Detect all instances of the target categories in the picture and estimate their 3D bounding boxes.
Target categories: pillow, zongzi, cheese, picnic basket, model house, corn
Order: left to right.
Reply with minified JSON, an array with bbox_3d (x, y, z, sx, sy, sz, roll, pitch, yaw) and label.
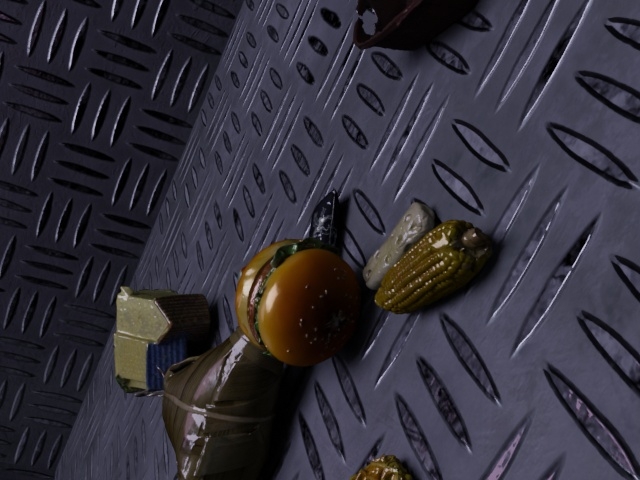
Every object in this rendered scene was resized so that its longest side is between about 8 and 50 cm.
[{"bbox_3d":[-0.433,0.294,2.312,0.266,0.261,0.321,2,92,41],"label":"model house"},{"bbox_3d":[-0.211,0.266,1.775,0.467,0.218,0.500,-68,25,6],"label":"zongzi"},{"bbox_3d":[0.000,0.000,1.691,0.141,0.055,0.208,142,140,-64],"label":"pillow"},{"bbox_3d":[0.136,0.013,1.386,0.194,0.043,0.065,-53,28,37],"label":"cheese"},{"bbox_3d":[0.190,-0.478,1.507,0.297,0.129,0.222,-22,55,63],"label":"picnic basket"},{"bbox_3d":[0.170,0.045,1.221,0.262,0.097,0.097,-43,37,52],"label":"corn"}]

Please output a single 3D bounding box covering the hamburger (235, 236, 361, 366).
[{"bbox_3d":[-0.026,0.115,1.450,0.170,0.246,0.246,22,94,48],"label":"hamburger"}]

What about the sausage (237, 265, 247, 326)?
[{"bbox_3d":[-0.171,0.147,1.952,0.083,0.083,0.264,-57,25,33],"label":"sausage"}]

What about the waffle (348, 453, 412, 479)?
[{"bbox_3d":[0.084,0.412,1.208,0.194,0.051,0.149,-46,32,46],"label":"waffle"}]
